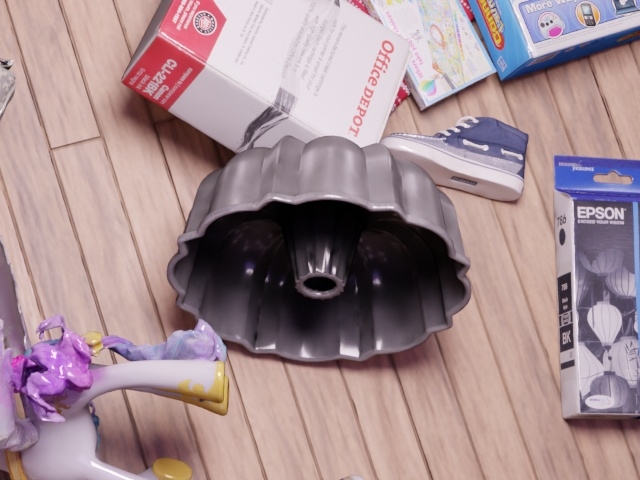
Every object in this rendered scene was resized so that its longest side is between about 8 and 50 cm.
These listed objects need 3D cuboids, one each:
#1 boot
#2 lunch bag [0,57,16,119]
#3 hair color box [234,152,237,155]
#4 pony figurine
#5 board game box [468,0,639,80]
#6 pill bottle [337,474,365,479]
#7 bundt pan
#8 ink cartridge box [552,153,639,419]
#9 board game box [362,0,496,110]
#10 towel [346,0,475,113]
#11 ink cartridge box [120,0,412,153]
[{"bbox_3d":[0.161,-0.114,1.908,0.190,0.069,0.086,18,68,-17],"label":"boot"},{"bbox_3d":[-0.486,-0.098,1.669,0.256,0.212,0.305,23,76,-9],"label":"lunch bag"},{"bbox_3d":[-0.119,-0.173,1.845,0.043,0.072,0.141,-38,89,-18],"label":"hair color box"},{"bbox_3d":[-0.279,0.162,1.628,0.364,0.303,0.351,3,116,0],"label":"pony figurine"},{"bbox_3d":[0.309,-0.385,1.965,0.308,0.086,0.301,-18,83,-24],"label":"board game box"},{"bbox_3d":[-0.023,0.340,1.737,0.187,0.112,0.112,-20,83,-16],"label":"pill bottle"},{"bbox_3d":[0.000,0.000,1.724,0.331,0.331,0.124,9,55,-11],"label":"bundt pan"},{"bbox_3d":[0.372,0.051,1.919,0.165,0.065,0.332,1,77,-12],"label":"ink cartridge box"},{"bbox_3d":[0.132,-0.249,1.918,0.103,0.026,0.154,-27,89,-16],"label":"board game box"},{"bbox_3d":[0.084,-0.301,1.943,0.199,0.031,0.275,42,74,-4],"label":"towel"},{"bbox_3d":[-0.055,-0.199,1.774,0.273,0.114,0.197,31,53,-13],"label":"ink cartridge box"}]
